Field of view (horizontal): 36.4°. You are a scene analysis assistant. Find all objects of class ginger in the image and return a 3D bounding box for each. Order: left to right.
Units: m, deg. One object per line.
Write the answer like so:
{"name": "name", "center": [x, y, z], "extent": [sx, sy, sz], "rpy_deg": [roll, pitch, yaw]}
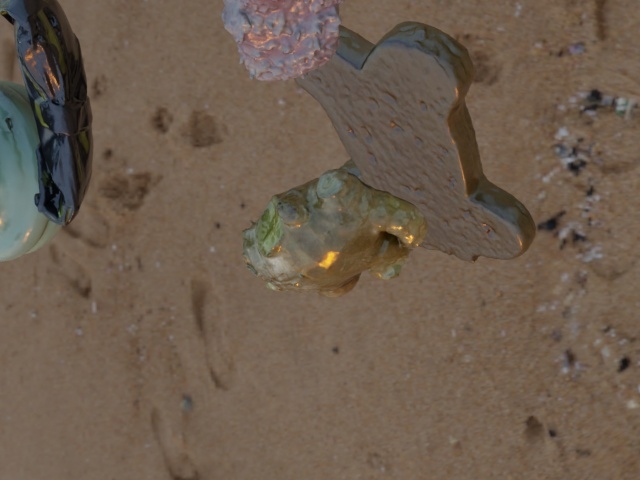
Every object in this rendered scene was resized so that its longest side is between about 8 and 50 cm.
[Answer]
{"name": "ginger", "center": [0.000, 0.000, 1.012], "extent": [0.216, 0.157, 0.102], "rpy_deg": [-38, 46, 46]}

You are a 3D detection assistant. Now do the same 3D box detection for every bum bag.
{"name": "bum bag", "center": [-0.238, -0.131, 0.865], "extent": [0.107, 0.060, 0.232], "rpy_deg": [-99, 7, -55]}

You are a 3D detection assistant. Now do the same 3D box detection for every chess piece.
{"name": "chess piece", "center": [-0.414, -0.055, 0.949], "extent": [0.194, 0.299, 0.194], "rpy_deg": [9, 106, 35]}

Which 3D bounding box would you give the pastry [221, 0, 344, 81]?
{"name": "pastry", "center": [-0.032, -0.253, 0.716], "extent": [0.103, 0.112, 0.265], "rpy_deg": [-6, 98, 0]}

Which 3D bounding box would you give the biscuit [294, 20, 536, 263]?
{"name": "biscuit", "center": [0.121, -0.142, 1.386], "extent": [0.368, 0.076, 0.394], "rpy_deg": [16, 144, 48]}
